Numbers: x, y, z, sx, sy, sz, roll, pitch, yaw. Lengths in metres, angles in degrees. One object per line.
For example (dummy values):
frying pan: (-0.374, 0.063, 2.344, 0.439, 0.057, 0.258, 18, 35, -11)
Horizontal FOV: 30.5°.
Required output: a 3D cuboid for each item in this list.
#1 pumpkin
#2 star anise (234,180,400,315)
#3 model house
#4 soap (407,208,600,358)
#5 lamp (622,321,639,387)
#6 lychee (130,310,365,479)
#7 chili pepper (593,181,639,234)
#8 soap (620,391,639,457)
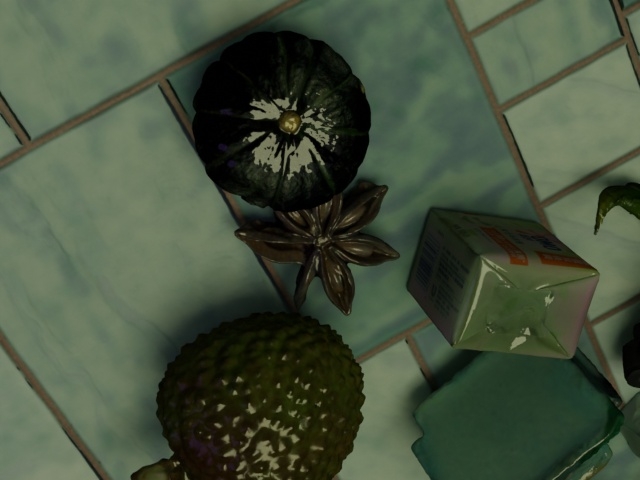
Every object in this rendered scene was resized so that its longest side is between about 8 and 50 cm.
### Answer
pumpkin: (-0.047, -0.141, 1.408, 0.220, 0.162, 0.220, -1, 94, -10)
star anise: (0.009, -0.014, 1.534, 0.197, 0.073, 0.212, -40, 108, -4)
model house: (0.308, 0.294, 1.705, 0.280, 0.230, 0.249, -40, 142, 7)
soap: (0.239, 0.056, 1.564, 0.182, 0.199, 0.138, 8, 108, -18)
lamp: (0.632, 0.135, 1.647, 0.374, 0.205, 0.272, 2, 146, 3)
lychee: (-0.088, 0.239, 1.524, 0.270, 0.270, 0.320, 29, 122, -25)
chili pepper: (0.514, -0.007, 1.679, 0.359, 0.076, 0.085, 19, 106, -29)
soap: (0.588, 0.277, 1.823, 0.230, 0.091, 0.145, -34, 118, 0)
